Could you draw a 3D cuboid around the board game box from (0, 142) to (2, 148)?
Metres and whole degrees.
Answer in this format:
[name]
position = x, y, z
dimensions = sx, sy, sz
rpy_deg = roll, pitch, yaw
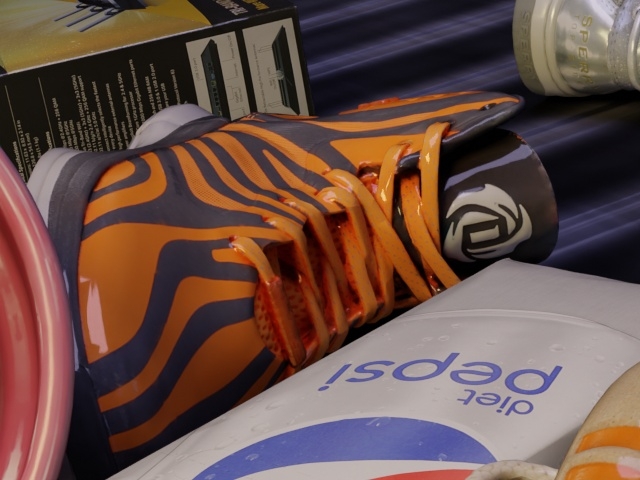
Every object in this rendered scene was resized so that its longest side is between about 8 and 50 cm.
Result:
[board game box]
position = -0.317, 0.019, 0.743
dimensions = 0.317, 0.046, 0.213
rpy_deg = -9, 17, 8

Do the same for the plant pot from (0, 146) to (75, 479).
[plant pot]
position = -0.176, 0.050, 0.486
dimensions = 0.201, 0.201, 0.180
rpy_deg = -16, -10, -14

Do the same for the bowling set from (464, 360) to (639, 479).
[bowling set]
position = 0.149, 0.044, 0.268
dimensions = 0.287, 0.200, 0.154
rpy_deg = 19, 35, 27

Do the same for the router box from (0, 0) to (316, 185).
[router box]
position = -0.165, -0.115, 1.105
dimensions = 0.243, 0.081, 0.309
rpy_deg = -16, 20, -14

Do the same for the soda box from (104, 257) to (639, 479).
[soda box]
position = -0.005, 0.102, 0.411
dimensions = 0.286, 0.098, 0.091
rpy_deg = -25, 25, -37

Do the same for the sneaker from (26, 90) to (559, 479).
[sneaker]
position = 0.000, 0.000, 0.646
dimensions = 0.180, 0.125, 0.321
rpy_deg = -7, 20, 11

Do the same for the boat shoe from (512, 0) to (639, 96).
[boat shoe]
position = 0.249, -0.171, 1.015
dimensions = 0.320, 0.118, 0.103
rpy_deg = -31, 34, -35
